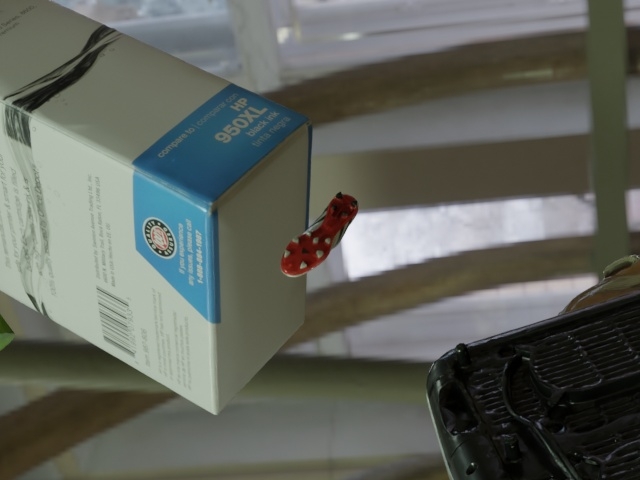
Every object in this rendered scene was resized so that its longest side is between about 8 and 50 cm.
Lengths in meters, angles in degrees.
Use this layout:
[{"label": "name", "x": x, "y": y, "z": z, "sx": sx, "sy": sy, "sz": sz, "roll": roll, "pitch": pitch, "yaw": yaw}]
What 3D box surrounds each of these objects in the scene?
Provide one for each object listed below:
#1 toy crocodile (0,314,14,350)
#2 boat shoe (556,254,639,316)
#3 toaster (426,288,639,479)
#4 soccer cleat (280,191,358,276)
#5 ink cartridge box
[{"label": "toy crocodile", "x": -0.331, "y": 0.147, "z": 0.864, "sx": 0.340, "sy": 0.115, "sz": 0.105, "roll": -50, "pitch": -12, "yaw": -14}, {"label": "boat shoe", "x": 0.246, "y": 0.039, "z": 0.814, "sx": 0.122, "sy": 0.324, "sz": 0.120, "roll": 45, "pitch": -118, "yaw": -18}, {"label": "toaster", "x": 0.131, "y": 0.098, "z": 0.512, "sx": 0.168, "sy": 0.186, "sz": 0.110, "roll": -114, "pitch": 7, "yaw": -63}, {"label": "soccer cleat", "x": 0.000, "y": 0.000, "z": 1.029, "sx": 0.083, "sy": 0.029, "sz": 0.035, "roll": -51, "pitch": -16, "yaw": -27}, {"label": "ink cartridge box", "x": -0.215, "y": -0.050, "z": 1.405, "sx": 0.166, "sy": 0.395, "sz": 0.285, "roll": -45, "pitch": -28, "yaw": -37}]
